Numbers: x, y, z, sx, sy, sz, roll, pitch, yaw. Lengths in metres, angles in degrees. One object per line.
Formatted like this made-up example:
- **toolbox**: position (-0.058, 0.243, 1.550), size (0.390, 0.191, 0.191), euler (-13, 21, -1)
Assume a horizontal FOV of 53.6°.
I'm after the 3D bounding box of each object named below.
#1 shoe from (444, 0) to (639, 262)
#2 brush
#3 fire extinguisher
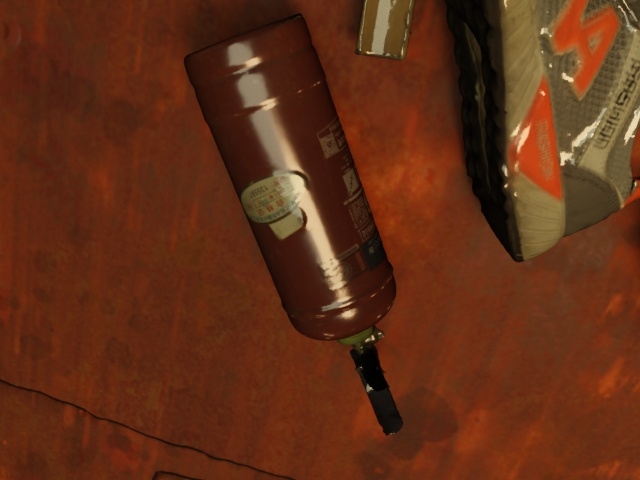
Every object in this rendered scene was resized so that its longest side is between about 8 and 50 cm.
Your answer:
- **shoe**: position (0.179, -0.150, 0.426), size (0.170, 0.132, 0.337), euler (-14, 118, 3)
- **brush**: position (0.063, -0.260, 0.459), size (0.043, 0.036, 0.248), euler (8, 107, 3)
- **fire extinguisher**: position (0.000, 0.000, 0.520), size (0.102, 0.138, 0.344), euler (-22, 107, -4)
